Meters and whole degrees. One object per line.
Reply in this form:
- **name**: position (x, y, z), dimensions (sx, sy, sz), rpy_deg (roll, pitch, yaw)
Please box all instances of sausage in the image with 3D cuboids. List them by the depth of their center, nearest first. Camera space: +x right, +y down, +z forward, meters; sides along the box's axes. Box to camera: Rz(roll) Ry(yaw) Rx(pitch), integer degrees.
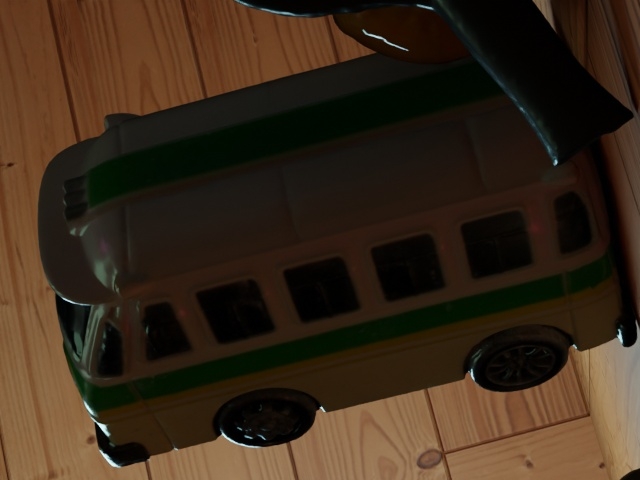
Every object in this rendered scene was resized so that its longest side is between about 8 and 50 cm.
- **sausage**: position (0.049, -0.141, 0.634), dimensions (0.274, 0.105, 0.105), rpy_deg (-83, -24, -75)

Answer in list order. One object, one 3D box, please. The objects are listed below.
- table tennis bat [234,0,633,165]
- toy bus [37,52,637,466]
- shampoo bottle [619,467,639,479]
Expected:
- **table tennis bat**: position (0.023, -0.125, 0.485), dimensions (0.236, 0.150, 0.027), rpy_deg (50, -165, -2)
- **toy bus**: position (0.000, 0.000, 0.746), dimensions (0.179, 0.305, 0.143), rpy_deg (68, -171, -52)
- **shampoo bottle**: position (0.176, 0.189, 0.701), dimensions (0.063, 0.057, 0.207), rpy_deg (-98, -11, -47)
